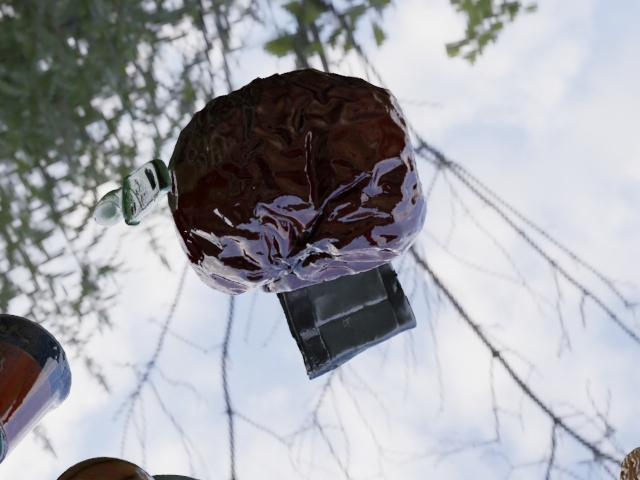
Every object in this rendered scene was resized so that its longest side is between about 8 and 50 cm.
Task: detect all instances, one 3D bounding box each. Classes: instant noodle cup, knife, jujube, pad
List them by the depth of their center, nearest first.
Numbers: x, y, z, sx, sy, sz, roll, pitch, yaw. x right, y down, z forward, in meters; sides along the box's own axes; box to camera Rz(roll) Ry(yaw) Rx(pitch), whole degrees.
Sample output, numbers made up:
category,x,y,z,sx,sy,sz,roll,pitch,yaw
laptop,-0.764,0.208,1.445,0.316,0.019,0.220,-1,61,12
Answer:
category,x,y,z,sx,sy,sz,roll,pitch,yaw
knife,-0.164,-0.032,1.173,0.019,0.043,0.293,-5,175,-19
jujube,-0.025,-0.056,1.262,0.232,0.213,0.213,-16,-142,6
instant noodle cup,-0.326,0.157,1.350,0.127,0.127,0.136,-7,-156,15
pad,0.009,0.013,1.470,0.174,0.233,0.022,-23,-176,-40

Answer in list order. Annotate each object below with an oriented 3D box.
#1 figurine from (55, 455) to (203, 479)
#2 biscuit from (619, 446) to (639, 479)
category,x,y,z,sx,sy,sz,roll,pitch,yaw
figurine,-0.038,0.179,0.565,0.133,0.176,0.236,-42,-154,-13
biscuit,0.369,0.300,1.521,0.023,0.118,0.140,4,-134,-20
